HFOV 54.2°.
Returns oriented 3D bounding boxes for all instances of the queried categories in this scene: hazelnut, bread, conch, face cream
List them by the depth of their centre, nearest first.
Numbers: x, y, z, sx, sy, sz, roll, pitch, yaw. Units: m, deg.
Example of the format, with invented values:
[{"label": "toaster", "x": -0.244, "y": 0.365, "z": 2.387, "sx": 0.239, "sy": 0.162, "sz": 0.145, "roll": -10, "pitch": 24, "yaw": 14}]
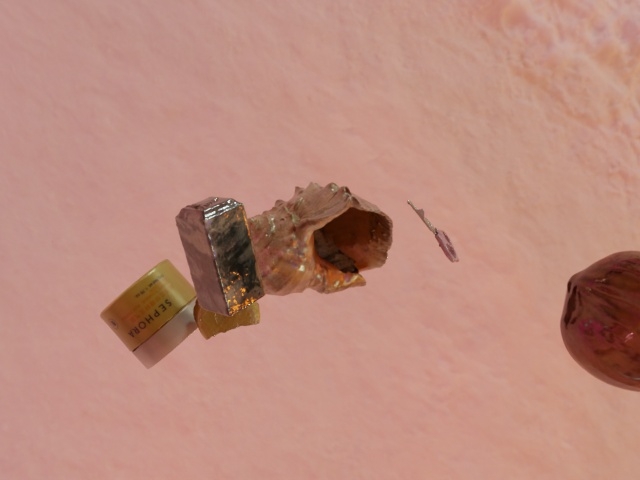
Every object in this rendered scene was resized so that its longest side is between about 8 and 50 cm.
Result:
[{"label": "hazelnut", "x": 0.485, "y": 0.121, "z": 0.968, "sx": 0.186, "sy": 0.210, "sz": 0.210, "roll": 15, "pitch": 84, "yaw": -38}, {"label": "conch", "x": -0.008, "y": -0.015, "z": 1.303, "sx": 0.352, "sy": 0.297, "sz": 0.210, "roll": 9, "pitch": 49, "yaw": -55}, {"label": "bread", "x": -0.219, "y": 0.157, "z": 1.459, "sx": 0.156, "sy": 0.086, "sz": 0.125, "roll": -12, "pitch": 101, "yaw": -13}, {"label": "face cream", "x": -0.407, "y": 0.181, "z": 1.560, "sx": 0.218, "sy": 0.218, "sz": 0.179, "roll": -42, "pitch": 95, "yaw": -18}]

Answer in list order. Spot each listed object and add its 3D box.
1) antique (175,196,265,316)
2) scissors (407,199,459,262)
[{"label": "antique", "x": -0.166, "y": 0.021, "z": 1.035, "sx": 0.086, "sy": 0.088, "sz": 0.183, "roll": -29, "pitch": 116, "yaw": -40}, {"label": "scissors", "x": 0.279, "y": -0.030, "z": 1.551, "sx": 0.021, "sy": 0.110, "sz": 0.212, "roll": -33, "pitch": 119, "yaw": 20}]
